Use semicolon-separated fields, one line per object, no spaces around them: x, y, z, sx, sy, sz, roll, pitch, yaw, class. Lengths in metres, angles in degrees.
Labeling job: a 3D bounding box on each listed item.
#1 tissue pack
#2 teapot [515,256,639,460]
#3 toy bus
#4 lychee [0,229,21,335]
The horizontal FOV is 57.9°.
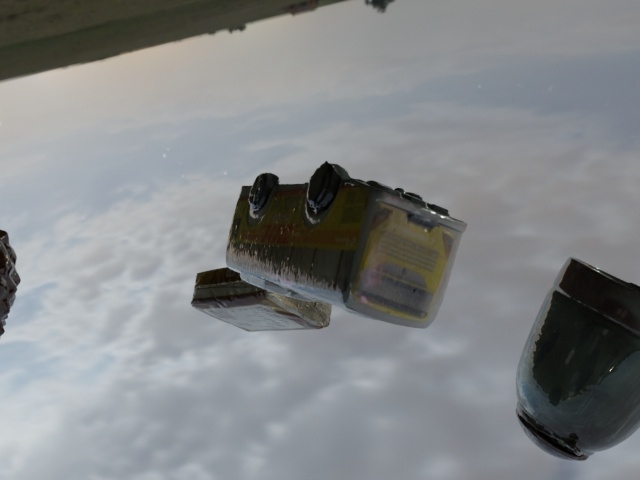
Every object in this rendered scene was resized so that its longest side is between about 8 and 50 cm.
-0.113;0.116;1.116;0.226;0.183;0.092;-13;-122;40;tissue pack
0.450;0.206;0.997;0.233;0.312;0.315;27;-168;4;teapot
0.000;0.000;0.475;0.092;0.106;0.268;18;175;-27;toy bus
-0.400;0.051;0.481;0.271;0.236;0.236;-20;-157;-16;lychee
